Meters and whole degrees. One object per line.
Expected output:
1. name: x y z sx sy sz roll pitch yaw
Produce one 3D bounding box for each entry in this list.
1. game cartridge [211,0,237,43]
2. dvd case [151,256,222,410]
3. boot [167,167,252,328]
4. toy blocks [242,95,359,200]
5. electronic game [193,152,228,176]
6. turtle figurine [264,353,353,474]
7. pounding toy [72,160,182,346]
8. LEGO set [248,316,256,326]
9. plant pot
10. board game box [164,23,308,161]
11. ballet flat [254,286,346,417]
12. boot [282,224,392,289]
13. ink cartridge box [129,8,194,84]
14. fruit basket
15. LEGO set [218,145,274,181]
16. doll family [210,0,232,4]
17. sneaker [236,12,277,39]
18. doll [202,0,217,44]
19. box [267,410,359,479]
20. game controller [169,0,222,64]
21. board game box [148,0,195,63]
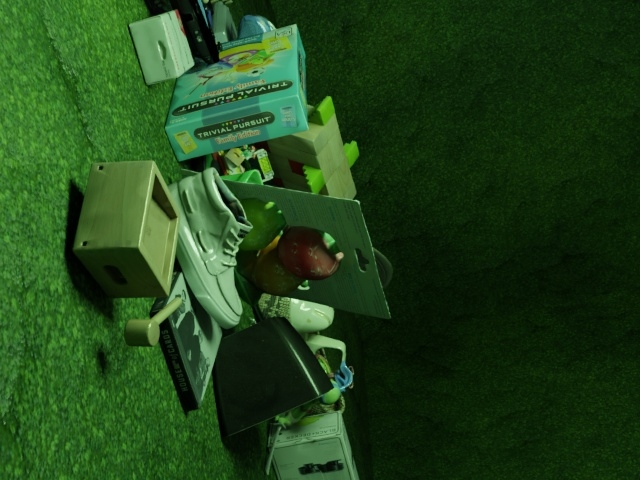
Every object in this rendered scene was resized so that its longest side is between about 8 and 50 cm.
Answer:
1. game cartridge: -0.231 -0.461 2.166 0.196 0.060 0.294 -100 174 -47
2. dvd case: -0.212 0.136 1.324 0.238 0.030 0.179 -87 164 -68
3. boot: -0.163 0.012 1.323 0.258 0.123 0.095 63 11 -12
4. toy blocks: -0.070 -0.208 1.974 0.190 0.261 0.381 -55 150 -25
5. electronic game: -0.209 -0.086 1.678 0.229 0.048 0.229 -12 90 -83
6. turtle figurine: -0.088 0.294 1.745 0.197 0.275 0.266 55 -6 -24
7. pounding toy: -0.241 0.036 1.024 0.181 0.094 0.206 77 14 -59
8. LEGO set: -0.143 0.211 1.809 0.054 0.023 0.083 -45 122 -83
9. plant pot: -0.102 0.240 1.502 0.187 0.188 0.167 37 29 -80
10. board game box: -0.157 -0.301 1.608 0.336 0.254 0.079 -94 169 -54
11. ballet flat: -0.029 0.239 1.975 0.164 0.182 0.482 -55 137 -50
12. boot: 0.000 0.000 2.169 0.284 0.378 0.138 -101 -152 -72
13. ink cartridge box: -0.283 -0.348 1.457 0.150 0.063 0.109 -82 160 -70
14. fruit basket: -0.057 0.003 1.468 0.327 0.353 0.165 70 34 -46
15. LEGO set: -0.158 -0.164 1.830 0.287 0.107 0.132 81 -17 -62
16. doll family: -0.278 -0.688 2.117 0.193 0.076 0.111 61 13 -85
17. sneaker: -0.173 -0.391 2.012 0.147 0.130 0.330 -29 125 -61
18. doll: -0.276 -0.543 1.926 0.129 0.046 0.189 139 -62 -80
19. box: -0.001 0.532 1.814 0.087 0.169 0.289 -88 163 -65
20. game controller: -0.258 -0.491 1.543 0.319 0.067 0.166 72 9 -49
21. board game box: -0.306 -0.541 1.698 0.346 0.056 0.208 -95 166 -46
